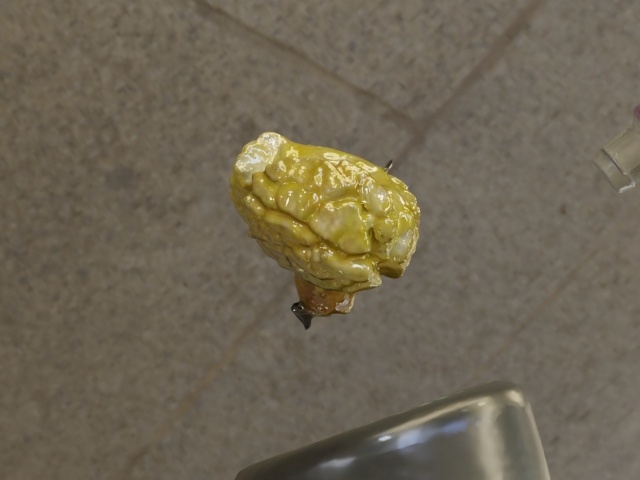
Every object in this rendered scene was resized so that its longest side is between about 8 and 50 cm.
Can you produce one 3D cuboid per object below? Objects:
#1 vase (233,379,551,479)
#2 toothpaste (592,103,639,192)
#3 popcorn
[{"bbox_3d":[0.080,0.250,0.725,0.173,0.321,0.173,-19,173,-3],"label":"vase"},{"bbox_3d":[0.294,-0.128,0.812,0.301,0.075,0.048,-37,108,9],"label":"toothpaste"},{"bbox_3d":[0.000,0.000,0.563,0.084,0.084,0.084,-23,141,-20],"label":"popcorn"}]
